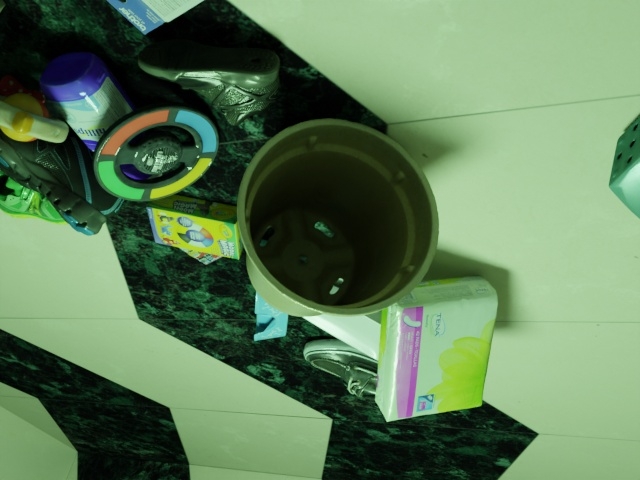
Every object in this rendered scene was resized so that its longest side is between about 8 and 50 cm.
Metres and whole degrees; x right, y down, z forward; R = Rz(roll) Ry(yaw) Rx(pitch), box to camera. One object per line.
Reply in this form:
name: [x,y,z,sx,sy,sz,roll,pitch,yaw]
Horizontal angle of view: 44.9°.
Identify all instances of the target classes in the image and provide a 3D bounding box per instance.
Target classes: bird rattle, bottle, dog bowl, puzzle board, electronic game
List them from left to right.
bird rattle: [-0.524,-0.210,1.306,0.207,0.143,0.253,27,177,15]
bottle: [-0.376,-0.206,1.383,0.118,0.092,0.282,2,146,23]
electronic game: [-0.288,-0.153,1.372,0.229,0.048,0.229,-21,148,-14]
puzzle board: [-0.265,0.015,1.765,0.096,0.011,0.128,34,144,-27]
dog bowl: [-0.105,0.115,1.721,0.074,0.165,0.297,4,148,-4]

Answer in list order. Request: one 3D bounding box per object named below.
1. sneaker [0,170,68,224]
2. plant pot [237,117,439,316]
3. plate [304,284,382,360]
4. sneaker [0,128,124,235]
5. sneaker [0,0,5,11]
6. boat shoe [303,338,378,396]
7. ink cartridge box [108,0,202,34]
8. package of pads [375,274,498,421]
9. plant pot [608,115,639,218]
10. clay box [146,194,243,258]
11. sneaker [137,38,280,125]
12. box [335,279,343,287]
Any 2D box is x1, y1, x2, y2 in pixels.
sneaker: [-0.589,-0.103,1.623,0.296,0.109,0.123,-1,149,25]
plant pot: [0.000,0.000,1.377,0.334,0.333,0.305,20,160,-7]
plate: [0.073,0.181,1.778,0.278,0.045,0.277,31,159,-6]
sneaker: [-0.532,-0.160,1.514,0.341,0.139,0.125,41,160,-6]
sneaker: [-0.612,-0.370,1.238,0.222,0.083,0.118,-9,138,32]
boat shoe: [0.113,0.348,2.022,0.336,0.119,0.121,13,149,3]
ink cartridge box: [-0.197,-0.405,1.022,0.311,0.065,0.186,-17,136,38]
package of pads: [0.241,0.223,1.607,0.229,0.101,0.296,-6,117,-15]
plant pot: [0.549,-0.089,1.109,0.234,0.165,0.165,24,148,-2]
clay box: [-0.247,-0.029,1.643,0.222,0.053,0.127,12,144,8]
sneaker: [-0.176,-0.248,1.237,0.228,0.087,0.130,7,142,4]
box: [0.102,0.072,1.635,0.186,0.038,0.145,5,158,27]
